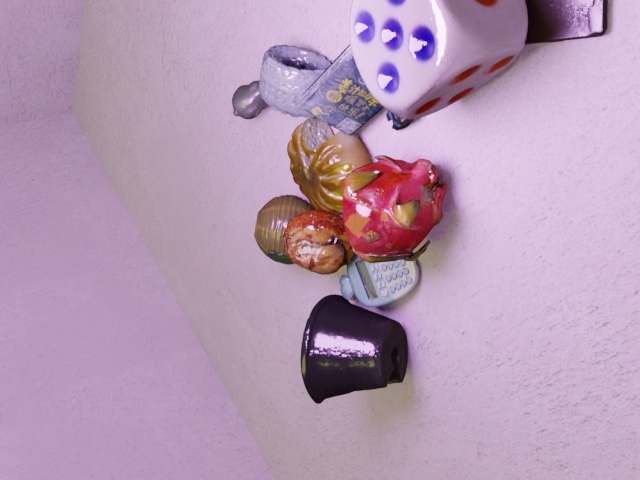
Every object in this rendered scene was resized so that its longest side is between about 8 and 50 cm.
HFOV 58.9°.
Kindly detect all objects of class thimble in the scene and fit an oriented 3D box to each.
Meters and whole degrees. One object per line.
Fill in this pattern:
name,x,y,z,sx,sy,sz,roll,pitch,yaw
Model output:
thimble,-0.067,-0.480,1.740,0.250,0.205,0.172,23,129,10

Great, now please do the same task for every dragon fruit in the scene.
dragon fruit,0.216,-0.090,1.525,0.225,0.305,0.306,-8,103,32

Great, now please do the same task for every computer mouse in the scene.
computer mouse,0.229,-0.354,1.563,0.079,0.047,0.135,57,152,3

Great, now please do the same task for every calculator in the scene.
calculator,0.181,0.114,1.812,0.302,0.042,0.189,-22,88,39

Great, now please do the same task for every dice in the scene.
dice,0.253,-0.475,1.261,0.304,0.276,0.304,-34,81,58

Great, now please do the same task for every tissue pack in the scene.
tissue pack,0.090,-0.414,1.577,0.257,0.185,0.081,-34,41,47

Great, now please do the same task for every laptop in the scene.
laptop,0.491,-0.493,1.177,0.207,0.026,0.154,14,121,49

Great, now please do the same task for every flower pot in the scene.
flower pot,0.132,0.356,1.857,0.251,0.379,0.380,-3,107,33

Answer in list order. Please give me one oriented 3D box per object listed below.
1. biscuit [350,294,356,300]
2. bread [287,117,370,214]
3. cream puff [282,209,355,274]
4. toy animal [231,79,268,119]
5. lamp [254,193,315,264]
biscuit,0.139,0.140,1.931,0.056,0.052,0.188,46,139,8
bread,0.015,-0.225,1.808,0.333,0.160,0.333,29,130,41
cream puff,0.000,-0.001,1.811,0.239,0.164,0.240,16,133,18
toy animal,-0.196,-0.517,1.968,0.251,0.125,0.127,-25,61,38
lamp,-0.091,-0.040,2.007,0.250,0.284,0.251,-175,90,-87
